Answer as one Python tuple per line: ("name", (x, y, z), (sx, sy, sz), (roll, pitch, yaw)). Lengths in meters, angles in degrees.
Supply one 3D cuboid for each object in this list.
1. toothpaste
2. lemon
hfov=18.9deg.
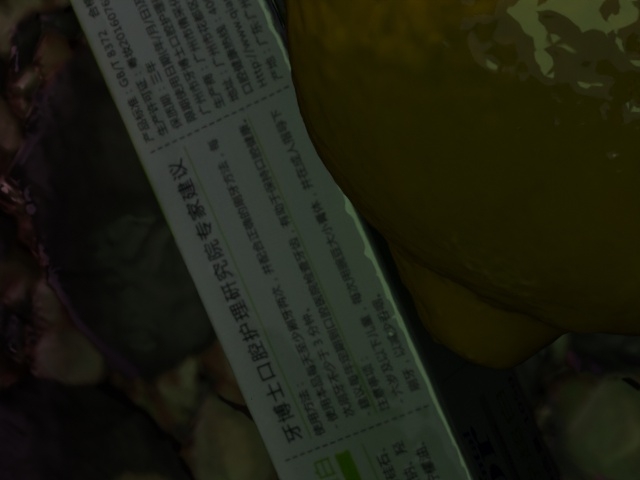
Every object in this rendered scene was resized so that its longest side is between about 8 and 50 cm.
("toothpaste", (0.000, 0.000, 0.598), (0.067, 0.081, 0.337), (-23, 90, 22))
("lemon", (0.087, -0.081, 0.501), (0.184, 0.184, 0.248), (34, 102, 12))
